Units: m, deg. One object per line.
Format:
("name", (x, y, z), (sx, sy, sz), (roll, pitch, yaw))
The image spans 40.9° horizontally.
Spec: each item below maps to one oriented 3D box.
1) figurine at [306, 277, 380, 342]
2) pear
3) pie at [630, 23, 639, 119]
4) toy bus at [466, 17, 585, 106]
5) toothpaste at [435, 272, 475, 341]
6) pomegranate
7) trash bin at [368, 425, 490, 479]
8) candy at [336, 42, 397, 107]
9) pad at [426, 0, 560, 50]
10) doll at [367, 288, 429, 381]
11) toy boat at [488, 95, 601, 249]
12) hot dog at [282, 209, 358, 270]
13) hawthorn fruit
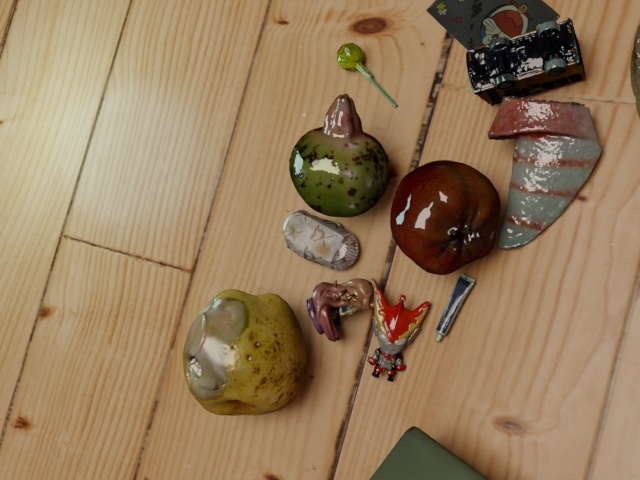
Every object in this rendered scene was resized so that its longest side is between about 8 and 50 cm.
("figurine", (0.041, 0.122, 1.716), (0.157, 0.126, 0.114), (-42, 92, 18))
("pear", (-0.154, 0.228, 1.751), (0.271, 0.271, 0.271), (-8, 74, 31))
("pie", (0.684, -0.309, 1.438), (0.337, 0.075, 0.338), (-12, 67, 29))
("toy bus", (0.384, -0.329, 1.604), (0.200, 0.114, 0.098), (-14, 72, 24))
("toothpaste", (0.252, 0.131, 1.635), (0.037, 0.021, 0.140), (26, 91, 35))
("pomegranate", (0.037, -0.174, 1.712), (0.214, 0.214, 0.248), (19, 121, 34))
("trash bin", (0.234, 0.506, 1.436), (0.343, 0.158, 0.223), (29, 65, 33))
("candy", (0.102, -0.350, 1.833), (0.058, 0.062, 0.194), (-28, 66, -26))
("pad", (0.341, -0.457, 1.729), (0.170, 0.006, 0.245), (-46, 60, 15))
("doll", (0.141, 0.187, 1.671), (0.109, 0.057, 0.169), (14, 97, 7))
("toy boat", (0.397, -0.115, 1.574), (0.206, 0.096, 0.282), (11, 94, 19))
("hot dog", (0.000, 0.000, 1.807), (0.192, 0.053, 0.099), (24, 93, 31))
("hawthorn fruit", (0.215, -0.057, 1.608), (0.208, 0.208, 0.248), (-56, 33, 9))
